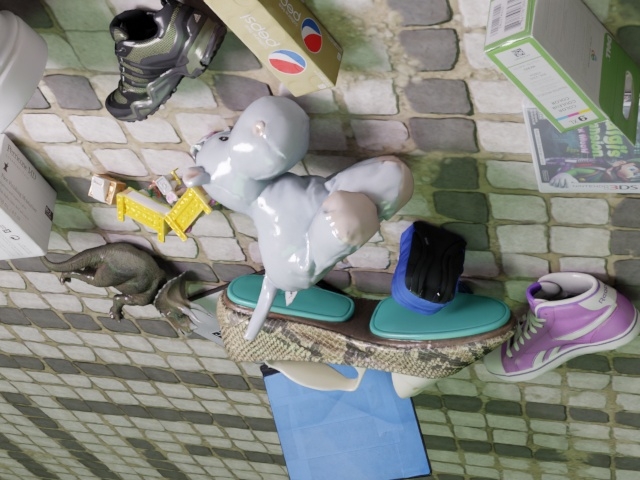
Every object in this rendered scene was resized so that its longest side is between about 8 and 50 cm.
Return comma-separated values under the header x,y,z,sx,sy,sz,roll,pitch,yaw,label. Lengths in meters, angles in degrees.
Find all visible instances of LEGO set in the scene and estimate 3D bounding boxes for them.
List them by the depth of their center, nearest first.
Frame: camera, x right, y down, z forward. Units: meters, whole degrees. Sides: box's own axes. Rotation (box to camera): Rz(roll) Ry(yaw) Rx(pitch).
x,y,z,sx,sy,sz,roll,pitch,yaw,label
-0.208,-0.076,1.574,0.287,0.107,0.132,-11,109,44,LEGO set

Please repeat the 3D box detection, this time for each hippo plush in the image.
x,y,z,sx,sy,sz,roll,pitch,yaw,label
-0.038,-0.073,1.422,0.236,0.234,0.294,48,129,-1,hippo plush

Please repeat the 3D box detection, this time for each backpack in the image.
x,y,z,sx,sy,sz,roll,pitch,yaw,label
0.157,0.051,1.593,0.098,0.120,0.101,17,151,-10,backpack

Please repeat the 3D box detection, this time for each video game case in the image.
x,y,z,sx,sy,sz,roll,pitch,yaw,label
0.347,-0.116,1.322,0.173,0.022,0.190,1,149,19,video game case

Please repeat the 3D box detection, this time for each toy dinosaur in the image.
x,y,z,sx,sy,sz,roll,pitch,yaw,label
-0.338,0.053,1.834,0.160,0.121,0.313,-25,131,31,toy dinosaur

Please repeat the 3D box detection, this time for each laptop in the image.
x,y,z,sx,sy,sz,roll,pitch,yaw,label
-0.054,0.266,1.944,0.408,0.236,0.382,31,146,-31,laptop

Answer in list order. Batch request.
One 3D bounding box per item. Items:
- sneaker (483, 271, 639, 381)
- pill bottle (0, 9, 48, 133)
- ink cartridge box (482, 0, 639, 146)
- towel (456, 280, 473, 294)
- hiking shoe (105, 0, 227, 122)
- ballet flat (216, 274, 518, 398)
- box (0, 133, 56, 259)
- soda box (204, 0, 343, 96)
x,y,z,sx,sy,sz,roll,pitch,yaw,label
0.343,0.124,1.688,0.161,0.102,0.282,35,134,-30,sneaker
-0.508,-0.274,1.161,0.229,0.229,0.408,-12,143,38,pill bottle
0.260,-0.189,1.134,0.062,0.109,0.209,-16,141,41,ink cartridge box
0.187,0.090,1.747,0.119,0.029,0.067,-8,145,34,towel
-0.211,-0.228,1.301,0.114,0.086,0.227,41,137,-20,hiking shoe
0.070,0.162,1.701,0.483,0.164,0.182,4,117,15,ballet flat
-0.529,-0.060,1.637,0.182,0.119,0.181,-6,151,13,box
-0.050,-0.243,1.214,0.061,0.058,0.181,-9,146,34,soda box
